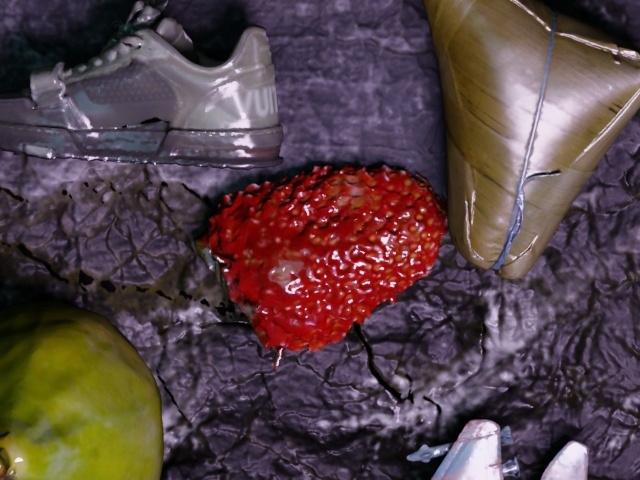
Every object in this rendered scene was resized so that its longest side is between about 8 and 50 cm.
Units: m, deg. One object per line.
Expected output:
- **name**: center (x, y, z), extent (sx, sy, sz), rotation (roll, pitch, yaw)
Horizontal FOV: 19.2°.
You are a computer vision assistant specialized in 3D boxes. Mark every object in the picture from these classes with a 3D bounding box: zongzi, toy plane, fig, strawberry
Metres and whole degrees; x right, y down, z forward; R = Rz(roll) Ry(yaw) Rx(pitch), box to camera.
- **zongzi**: center (0.119, -0.110, 1.557), extent (0.256, 0.115, 0.228), rotation (29, 105, -11)
- **toy plane**: center (0.088, 0.275, 1.652), extent (0.326, 0.104, 0.223), rotation (-12, 97, 15)
- **fig**: center (-0.234, 0.183, 1.596), extent (0.233, 0.314, 0.233), rotation (-6, 116, -13)
- **strawberry**: center (-0.002, 0.002, 1.625), extent (0.208, 0.087, 0.167), rotation (-39, 91, 12)

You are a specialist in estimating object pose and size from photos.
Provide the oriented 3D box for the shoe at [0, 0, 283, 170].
- **shoe**: center (-0.172, -0.140, 1.622), extent (0.293, 0.109, 0.149), rotation (5, 97, 5)
